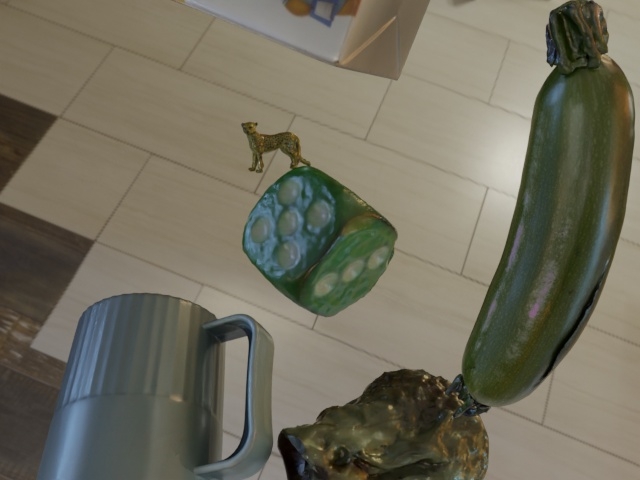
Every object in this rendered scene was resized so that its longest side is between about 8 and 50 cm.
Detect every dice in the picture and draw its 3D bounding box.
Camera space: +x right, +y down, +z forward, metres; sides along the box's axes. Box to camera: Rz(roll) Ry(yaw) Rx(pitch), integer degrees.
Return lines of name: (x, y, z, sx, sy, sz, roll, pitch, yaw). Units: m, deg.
dice: (0.000, 0.000, 1.594, 0.300, 0.297, 0.287, -52, 54, 5)

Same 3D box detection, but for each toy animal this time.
toy animal: (-0.118, -0.255, 1.655, 0.181, 0.073, 0.136, -6, 107, -13)

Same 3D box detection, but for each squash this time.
squash: (0.158, 0.006, 0.424, 0.080, 0.318, 0.071, 0, 26, -16)

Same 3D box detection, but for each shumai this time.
shumai: (0.088, 0.295, 0.859, 0.272, 0.203, 0.222, -32, 65, 14)

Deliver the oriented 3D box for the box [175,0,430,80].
box: (-0.056, -0.313, 0.566, 0.341, 0.225, 0.143, 28, 19, 20)

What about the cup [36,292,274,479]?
cup: (-0.252, 0.249, 0.918, 0.256, 0.331, 0.311, 23, 45, -30)
